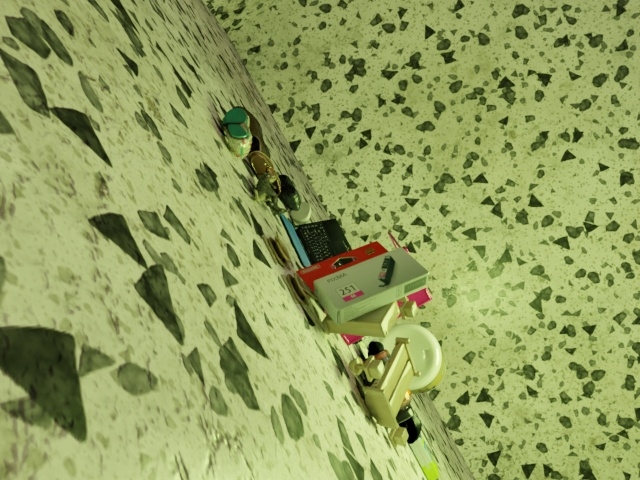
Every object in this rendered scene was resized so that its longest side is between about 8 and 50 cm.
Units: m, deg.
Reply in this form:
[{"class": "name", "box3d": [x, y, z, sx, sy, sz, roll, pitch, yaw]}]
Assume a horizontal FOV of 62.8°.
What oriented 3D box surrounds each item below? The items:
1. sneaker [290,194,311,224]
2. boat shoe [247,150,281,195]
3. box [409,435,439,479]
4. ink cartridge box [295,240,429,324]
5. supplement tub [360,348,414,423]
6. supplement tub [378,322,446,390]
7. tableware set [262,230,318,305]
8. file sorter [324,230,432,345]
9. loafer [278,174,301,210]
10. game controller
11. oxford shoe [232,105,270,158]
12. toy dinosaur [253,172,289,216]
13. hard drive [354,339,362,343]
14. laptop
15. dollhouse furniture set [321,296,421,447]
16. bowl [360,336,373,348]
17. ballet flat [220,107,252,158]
[{"class": "sneaker", "box3d": [-0.068, -0.095, 1.964, 0.212, 0.080, 0.094, -111, -179, -62]}, {"class": "boat shoe", "box3d": [-0.172, -0.213, 1.682, 0.178, 0.064, 0.060, 58, 4, -45]}, {"class": "box", "box3d": [0.321, 0.671, 1.693, 0.178, 0.043, 0.109, 62, 6, 9]}, {"class": "ink cartridge box", "box3d": [0.104, 0.083, 1.382, 0.239, 0.275, 0.060, 48, -30, 45]}, {"class": "supplement tub", "box3d": [0.192, 0.422, 1.507, 0.197, 0.106, 0.106, 62, 6, 14]}, {"class": "supplement tub", "box3d": [0.355, 0.461, 2.014, 0.240, 0.241, 0.331, 63, 7, 25]}, {"class": "tableware set", "box3d": [-0.071, 0.069, 1.306, 0.194, 0.039, 0.128, 62, 6, 14]}, {"class": "file sorter", "box3d": [0.146, 0.134, 1.604, 0.202, 0.291, 0.182, 59, 3, -26]}, {"class": "loafer", "box3d": [-0.121, -0.166, 1.815, 0.223, 0.076, 0.078, -126, -166, -58]}, {"class": "game controller", "box3d": [0.225, 0.470, 1.642, 0.166, 0.067, 0.319, 73, -8, -57]}, {"class": "oxford shoe", "box3d": [-0.238, -0.357, 1.734, 0.227, 0.083, 0.096, 61, 10, 13]}, {"class": "toy dinosaur", "box3d": [-0.148, -0.122, 1.503, 0.118, 0.064, 0.268, 52, 10, -14]}, {"class": "hard drive", "box3d": [0.095, 0.280, 1.753, 0.135, 0.022, 0.094, 62, 7, 14]}, {"class": "laptop", "box3d": [0.000, 0.000, 1.739, 0.234, 0.265, 0.136, 64, -29, 28]}, {"class": "dollhouse furniture set", "box3d": [0.160, 0.316, 1.436, 0.303, 0.174, 0.355, -49, 129, -45]}, {"class": "bowl", "box3d": [0.155, 0.297, 1.898, 0.170, 0.080, 0.170, 59, 7, -12]}, {"class": "ballet flat", "box3d": [-0.249, -0.316, 1.553, 0.240, 0.091, 0.077, -104, -166, -54]}]
